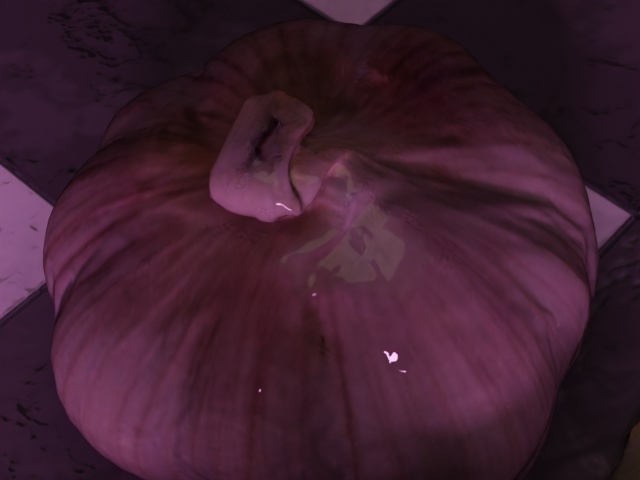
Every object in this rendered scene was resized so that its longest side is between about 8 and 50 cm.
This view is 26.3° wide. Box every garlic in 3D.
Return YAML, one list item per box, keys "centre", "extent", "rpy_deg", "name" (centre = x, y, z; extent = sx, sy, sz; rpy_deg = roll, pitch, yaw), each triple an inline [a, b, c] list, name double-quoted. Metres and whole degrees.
- centre: [0.000, 0.008, 0.770]
  extent: [0.322, 0.241, 0.322]
  rpy_deg: [9, 35, -6]
  name: "garlic"

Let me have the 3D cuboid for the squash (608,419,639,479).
- centre: [0.313, 0.128, 0.788]
  extent: [0.204, 0.155, 0.237]
  rpy_deg: [-1, 44, 49]
  name: "squash"
